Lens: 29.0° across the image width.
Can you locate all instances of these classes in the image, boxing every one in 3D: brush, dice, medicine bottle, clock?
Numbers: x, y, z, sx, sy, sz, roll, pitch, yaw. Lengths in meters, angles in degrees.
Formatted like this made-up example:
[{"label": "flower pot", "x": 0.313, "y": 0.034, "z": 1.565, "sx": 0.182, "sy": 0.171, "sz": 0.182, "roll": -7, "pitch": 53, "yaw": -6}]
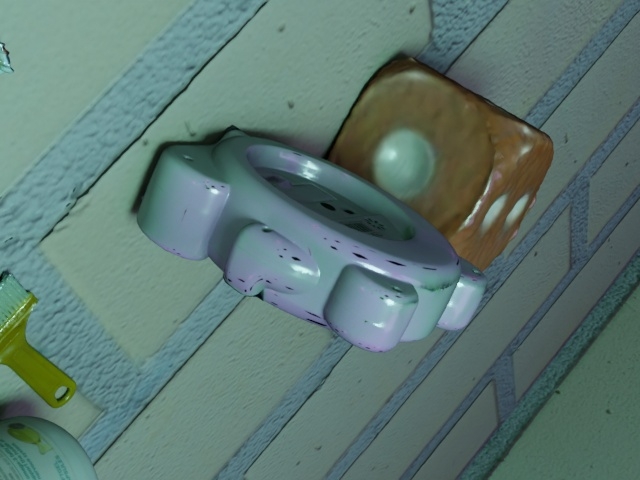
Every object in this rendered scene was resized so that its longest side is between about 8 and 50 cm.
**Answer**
[{"label": "brush", "x": -0.238, "y": 0.096, "z": 0.995, "sx": 0.083, "sy": 0.011, "sz": 0.205, "roll": -50, "pitch": 157, "yaw": -13}, {"label": "dice", "x": 0.122, "y": -0.068, "z": 1.247, "sx": 0.175, "sy": 0.174, "sz": 0.179, "roll": -60, "pitch": 155, "yaw": 9}, {"label": "medicine bottle", "x": -0.279, "y": 0.217, "z": 0.922, "sx": 0.215, "sy": 0.135, "sz": 0.135, "roll": -12, "pitch": 132, "yaw": -57}, {"label": "clock", "x": 0.000, "y": 0.000, "z": 1.018, "sx": 0.227, "sy": 0.248, "sz": 0.090, "roll": -8, "pitch": 126, "yaw": -59}]

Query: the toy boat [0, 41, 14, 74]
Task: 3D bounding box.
[{"label": "toy boat", "x": -0.212, "y": -0.114, "z": 0.738, "sx": 0.038, "sy": 0.038, "sz": 0.083, "roll": -58, "pitch": 155, "yaw": 7}]
